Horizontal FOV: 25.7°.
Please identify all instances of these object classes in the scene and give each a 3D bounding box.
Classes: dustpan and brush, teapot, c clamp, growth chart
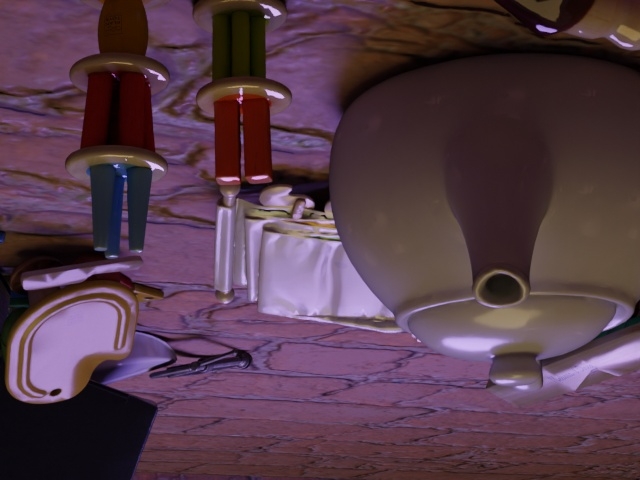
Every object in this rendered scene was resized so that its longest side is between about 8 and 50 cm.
[{"bbox_3d":[-0.273,0.127,1.626,0.147,0.060,0.211,-18,167,14],"label":"dustpan and brush"},{"bbox_3d":[0.124,0.003,0.917,0.256,0.187,0.252,8,163,-34],"label":"teapot"},{"bbox_3d":[-0.136,0.156,1.727,0.137,0.022,0.161,-15,173,17],"label":"c clamp"},{"bbox_3d":[0.024,0.021,1.125,0.237,0.021,0.172,11,139,-8],"label":"growth chart"}]

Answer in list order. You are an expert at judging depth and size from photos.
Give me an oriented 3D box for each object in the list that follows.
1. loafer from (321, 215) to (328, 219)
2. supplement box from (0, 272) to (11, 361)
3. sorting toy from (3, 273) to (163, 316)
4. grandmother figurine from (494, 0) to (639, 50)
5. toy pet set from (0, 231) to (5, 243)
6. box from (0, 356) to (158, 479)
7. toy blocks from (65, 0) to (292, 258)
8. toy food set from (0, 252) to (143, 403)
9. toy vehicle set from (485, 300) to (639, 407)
[{"bbox_3d":[0.000,0.000,1.167,0.170,0.062,0.061,-9,141,15],"label":"loafer"},{"bbox_3d":[-0.342,0.071,1.314,0.083,0.083,0.056,-3,149,6],"label":"supplement box"},{"bbox_3d":[-0.301,0.073,1.420,0.275,0.046,0.132,-4,165,9],"label":"sorting toy"},{"bbox_3d":[0.115,-0.149,0.538,0.343,0.104,0.207,0,138,6],"label":"grandmother figurine"},{"bbox_3d":[-0.350,0.030,1.216,0.114,0.065,0.122,10,161,-35],"label":"toy pet set"},{"bbox_3d":[-0.409,0.266,1.668,0.294,0.212,0.395,24,157,-15],"label":"box"},{"bbox_3d":[-0.073,-0.061,0.737,0.123,0.148,0.054,8,163,-28],"label":"toy blocks"},{"bbox_3d":[-0.240,0.063,1.304,0.128,0.071,0.218,-14,146,-27],"label":"toy food set"},{"bbox_3d":[0.222,0.031,1.066,0.035,0.166,0.267,30,159,-7],"label":"toy vehicle set"}]
